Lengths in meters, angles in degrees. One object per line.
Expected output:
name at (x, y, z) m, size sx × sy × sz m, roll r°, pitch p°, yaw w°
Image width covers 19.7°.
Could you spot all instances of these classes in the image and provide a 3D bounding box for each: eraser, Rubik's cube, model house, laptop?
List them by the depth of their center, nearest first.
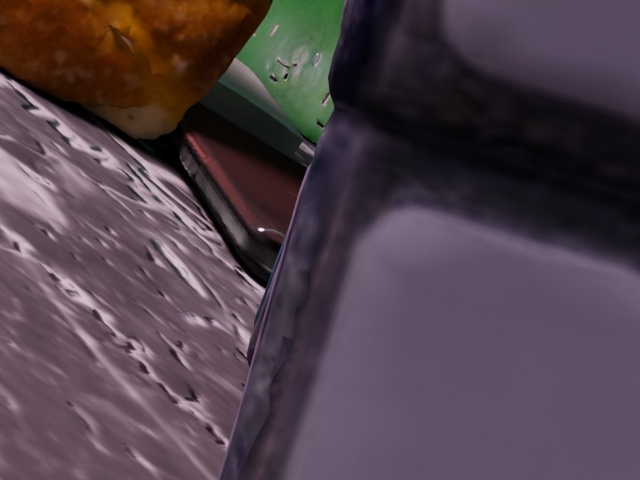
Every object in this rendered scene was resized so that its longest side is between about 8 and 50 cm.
Rubik's cube at (0.185, -0.051, 0.470) m, size 0.363 × 0.362 × 0.359 m, roll 20°, pitch 8°, yaw -1°
laptop at (0.000, 0.000, 0.823) m, size 0.154 × 0.026 × 0.207 m, roll 30°, pitch 9°, yaw -26°
eraser at (-0.069, -0.098, 1.072) m, size 0.104 × 0.023 × 0.150 m, roll 32°, pitch 10°, yaw -22°
model house at (-0.044, -0.151, 1.242) m, size 0.167 × 0.117 × 0.088 m, roll 32°, pitch -7°, yaw -18°

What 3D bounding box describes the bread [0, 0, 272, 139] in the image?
bread at (-0.114, -0.235, 0.795) m, size 0.279 × 0.279 × 0.207 m, roll 34°, pitch 9°, yaw -31°
